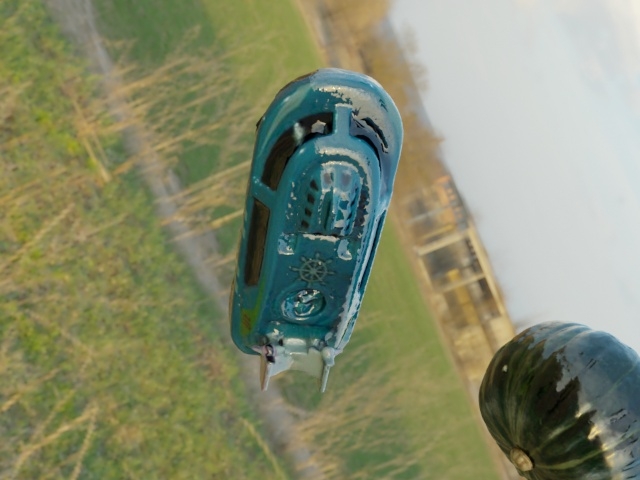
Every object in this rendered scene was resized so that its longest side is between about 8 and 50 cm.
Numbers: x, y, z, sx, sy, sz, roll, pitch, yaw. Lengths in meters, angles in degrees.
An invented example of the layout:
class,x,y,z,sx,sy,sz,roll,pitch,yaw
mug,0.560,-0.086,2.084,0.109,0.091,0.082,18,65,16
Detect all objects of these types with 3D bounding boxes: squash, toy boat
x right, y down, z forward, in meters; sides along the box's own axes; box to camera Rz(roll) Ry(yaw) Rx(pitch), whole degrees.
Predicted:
class,x,y,z,sx,sy,sz,roll,pitch,yaw
squash,0.276,0.189,1.175,0.218,0.172,0.218,42,-10,9
toy boat,0.000,0.000,0.953,0.092,0.134,0.298,-106,-157,-53
